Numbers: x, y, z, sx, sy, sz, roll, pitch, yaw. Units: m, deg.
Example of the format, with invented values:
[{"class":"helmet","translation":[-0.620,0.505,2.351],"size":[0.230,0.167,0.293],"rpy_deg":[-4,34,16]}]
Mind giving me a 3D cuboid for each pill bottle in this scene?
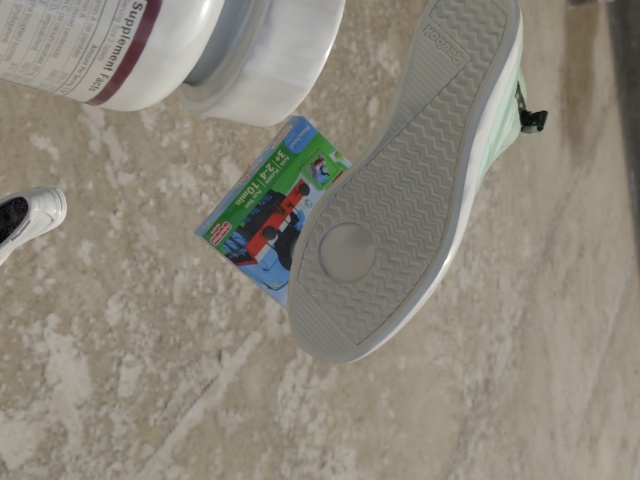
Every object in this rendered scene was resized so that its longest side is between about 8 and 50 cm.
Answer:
[{"class":"pill bottle","translation":[-0.107,-0.119,0.333],"size":[0.221,0.121,0.121],"rpy_deg":[12,79,-31]}]

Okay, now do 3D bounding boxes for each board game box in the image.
[{"class":"board game box","translation":[0.000,0.000,0.916],"size":[0.211,0.039,0.160],"rpy_deg":[42,80,-22]}]

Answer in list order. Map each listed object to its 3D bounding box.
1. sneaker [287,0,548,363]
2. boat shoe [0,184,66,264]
[{"class":"sneaker","translation":[0.075,-0.029,0.593],"size":[0.256,0.094,0.151],"rpy_deg":[-63,158,-1]},{"class":"boat shoe","translation":[-0.355,-0.005,0.942],"size":[0.063,0.184,0.066],"rpy_deg":[-8,79,-65]}]
